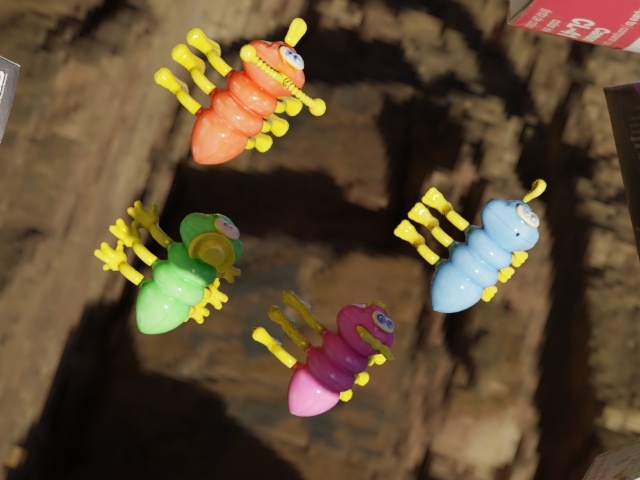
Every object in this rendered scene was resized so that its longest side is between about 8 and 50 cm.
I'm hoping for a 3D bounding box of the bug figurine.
[{"bbox_3d":[0.000,0.000,1.222,0.216,0.279,0.072,-53,-156,14],"label":"bug figurine"}]

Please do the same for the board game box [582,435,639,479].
[{"bbox_3d":[0.226,0.154,1.323,0.103,0.026,0.154,-26,180,18],"label":"board game box"}]

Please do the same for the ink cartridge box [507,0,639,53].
[{"bbox_3d":[0.276,-0.205,1.091,0.131,0.306,0.226,134,-33,-76],"label":"ink cartridge box"}]

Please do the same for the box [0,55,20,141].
[{"bbox_3d":[-0.334,-0.110,1.241,0.231,0.183,0.056,-3,-110,43],"label":"box"}]

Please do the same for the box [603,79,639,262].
[{"bbox_3d":[0.353,-0.017,1.660,0.165,0.143,0.270,-168,-114,-81],"label":"box"}]
